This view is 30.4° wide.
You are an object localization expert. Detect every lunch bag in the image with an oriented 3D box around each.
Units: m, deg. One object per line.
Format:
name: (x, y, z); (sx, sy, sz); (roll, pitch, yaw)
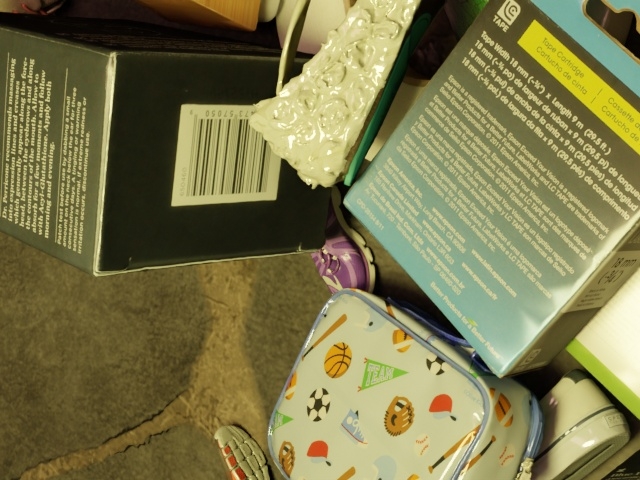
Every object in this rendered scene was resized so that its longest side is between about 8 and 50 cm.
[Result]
lunch bag: (0.083, 0.190, 1.191); (0.303, 0.115, 0.243); (35, 100, 50)

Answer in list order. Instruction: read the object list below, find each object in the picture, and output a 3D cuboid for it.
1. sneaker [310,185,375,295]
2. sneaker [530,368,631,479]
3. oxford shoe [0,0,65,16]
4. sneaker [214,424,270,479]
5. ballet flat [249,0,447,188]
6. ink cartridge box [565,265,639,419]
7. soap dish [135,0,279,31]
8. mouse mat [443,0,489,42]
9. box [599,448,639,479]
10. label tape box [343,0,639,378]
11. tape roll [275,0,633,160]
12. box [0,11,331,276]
sneaker: (0.000, 0.000, 1.313); (0.068, 0.071, 0.170); (-33, 77, 30)
sneaker: (0.199, 0.229, 1.205); (0.258, 0.094, 0.091); (-42, 54, 23)
oxford shoe: (-0.419, -0.309, 1.522); (0.146, 0.140, 0.397); (35, 113, 18)
sneaker: (-0.093, 0.299, 1.405); (0.065, 0.061, 0.158); (-39, 72, 35)
ballet flat: (0.062, -0.242, 1.076); (0.147, 0.147, 0.409); (34, 97, 26)
ink cartridge box: (0.354, 0.038, 1.075); (0.189, 0.097, 0.255); (45, 114, 22)
soap dish: (-0.126, -0.384, 1.292); (0.229, 0.118, 0.291); (22, 106, 56)
mouse mat: (0.185, -0.281, 1.211); (0.152, 0.007, 0.190); (-28, 78, 31)
box: (0.347, 0.241, 1.057); (0.156, 0.158, 0.093); (-11, 89, 32)
label tape box: (0.206, -0.079, 1.052); (0.241, 0.106, 0.334); (50, 117, 26)
tape roll: (0.127, -0.262, 1.203); (0.392, 0.072, 0.392); (2, 95, 33)
box: (-0.220, -0.122, 1.262); (0.395, 0.293, 0.212); (20, 109, 44)
